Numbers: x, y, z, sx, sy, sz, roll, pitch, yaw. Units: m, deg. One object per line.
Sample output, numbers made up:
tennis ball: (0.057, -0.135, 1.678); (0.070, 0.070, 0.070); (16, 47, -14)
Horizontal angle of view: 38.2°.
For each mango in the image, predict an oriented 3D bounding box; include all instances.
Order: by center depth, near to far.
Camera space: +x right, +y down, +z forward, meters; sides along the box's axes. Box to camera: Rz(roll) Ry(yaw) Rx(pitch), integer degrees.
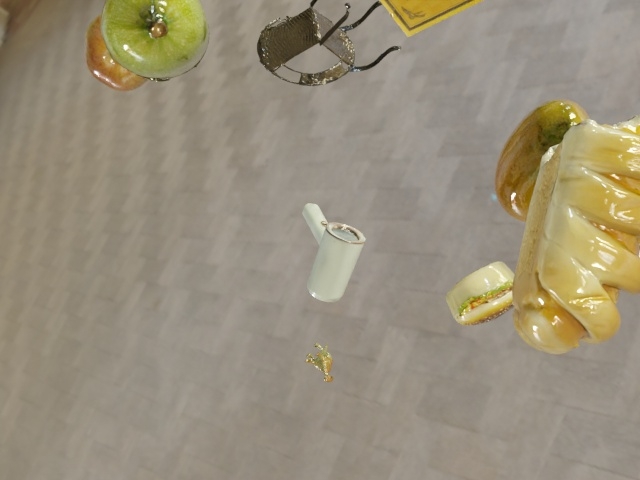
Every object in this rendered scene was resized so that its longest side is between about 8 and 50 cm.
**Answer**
mango: (0.386, -0.144, 1.588); (0.254, 0.139, 0.175); (110, 167, -48)

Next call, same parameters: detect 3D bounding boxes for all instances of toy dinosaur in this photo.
toy dinosaur: (0.000, 0.159, 1.259); (0.026, 0.041, 0.113); (-45, 17, 11)

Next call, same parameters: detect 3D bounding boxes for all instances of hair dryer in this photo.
hair dryer: (0.000, 0.000, 1.706); (0.131, 0.073, 0.236); (-70, 27, 23)

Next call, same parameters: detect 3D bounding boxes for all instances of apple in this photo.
apple: (-0.313, -0.297, 1.445); (0.126, 0.126, 0.102); (-45, 10, 19)

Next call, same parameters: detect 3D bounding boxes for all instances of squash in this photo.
squash: (-0.202, -0.266, 1.129); (0.132, 0.132, 0.247); (-56, 9, 2)

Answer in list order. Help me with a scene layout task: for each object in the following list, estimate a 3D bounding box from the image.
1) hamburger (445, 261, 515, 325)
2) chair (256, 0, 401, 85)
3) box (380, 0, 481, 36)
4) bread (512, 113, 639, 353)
hamburger: (0.271, 0.092, 1.513); (0.126, 0.081, 0.141); (-26, -17, -17)
chair: (0.006, -0.360, 1.623); (0.213, 0.149, 0.174); (-29, 53, 26)
box: (0.108, -0.410, 1.139); (0.193, 0.301, 0.084); (-20, 46, 33)
bread: (0.185, -0.006, 0.636); (0.119, 0.084, 0.177); (43, -116, -90)
